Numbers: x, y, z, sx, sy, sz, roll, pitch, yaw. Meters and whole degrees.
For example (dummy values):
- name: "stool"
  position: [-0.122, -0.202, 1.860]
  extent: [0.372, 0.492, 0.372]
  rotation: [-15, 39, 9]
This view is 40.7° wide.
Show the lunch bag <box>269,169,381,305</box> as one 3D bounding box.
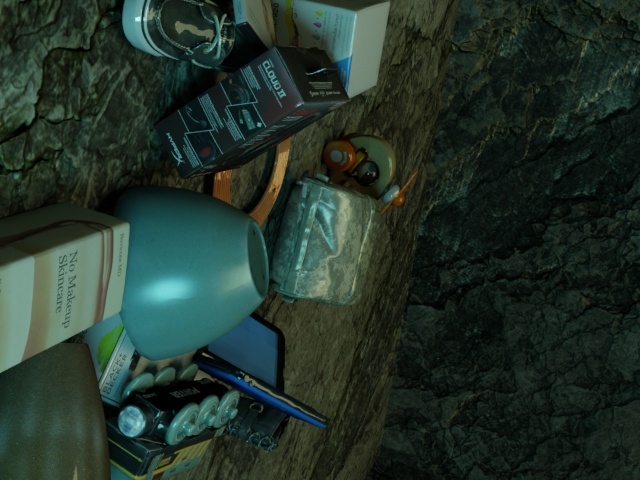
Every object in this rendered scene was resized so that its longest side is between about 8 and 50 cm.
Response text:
- name: "lunch bag"
  position: [0.000, 0.000, 2.068]
  extent: [0.256, 0.213, 0.305]
  rotation: [10, 96, -72]

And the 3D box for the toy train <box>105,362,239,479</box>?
- name: "toy train"
  position: [-0.261, 0.322, 1.469]
  extent: [0.190, 0.142, 0.334]
  rotation: [-62, 164, 5]

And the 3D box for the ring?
- name: "ring"
  position: [-0.147, -0.159, 1.801]
  extent: [0.336, 0.032, 0.336]
  rotation: [17, 90, -72]

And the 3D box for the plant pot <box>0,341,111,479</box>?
- name: "plant pot"
  position: [-0.395, 0.258, 1.224]
  extent: [0.215, 0.215, 0.230]
  rotation: [24, 69, -71]

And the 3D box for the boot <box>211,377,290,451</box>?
- name: "boot"
  position: [-0.195, 0.388, 1.814]
  extent: [0.263, 0.229, 0.091]
  rotation: [-45, 149, -54]

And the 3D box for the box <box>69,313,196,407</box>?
- name: "box"
  position: [-0.331, 0.214, 1.504]
  extent: [0.290, 0.087, 0.169]
  rotation: [62, 47, -64]

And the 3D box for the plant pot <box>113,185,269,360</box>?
- name: "plant pot"
  position: [-0.195, 0.042, 1.416]
  extent: [0.290, 0.195, 0.290]
  rotation: [-8, 90, -80]

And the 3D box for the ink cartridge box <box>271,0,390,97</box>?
- name: "ink cartridge box"
  position: [-0.013, -0.393, 1.666]
  extent: [0.168, 0.233, 0.171]
  rotation: [-39, 142, -56]

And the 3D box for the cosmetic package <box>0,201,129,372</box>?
- name: "cosmetic package"
  position: [-0.392, 0.058, 1.132]
  extent: [0.296, 0.129, 0.153]
  rotation: [-33, 135, -63]

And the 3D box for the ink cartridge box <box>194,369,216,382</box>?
- name: "ink cartridge box"
  position: [-0.270, 0.318, 1.718]
  extent: [0.090, 0.092, 0.143]
  rotation: [57, 42, -24]

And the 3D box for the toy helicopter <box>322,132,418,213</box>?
- name: "toy helicopter"
  position: [0.119, -0.103, 2.283]
  extent: [0.140, 0.235, 0.355]
  rotation: [-34, 137, -63]

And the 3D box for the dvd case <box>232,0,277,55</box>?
- name: "dvd case"
  position: [-0.119, -0.440, 1.476]
  extent: [0.180, 0.022, 0.253]
  rotation: [39, 41, -70]

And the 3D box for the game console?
- name: "game console"
  position: [-0.118, 0.229, 1.744]
  extent: [0.293, 0.250, 0.173]
  rotation: [37, 72, -41]

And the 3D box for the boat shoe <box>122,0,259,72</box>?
- name: "boat shoe"
  position: [-0.189, -0.341, 1.385]
  extent: [0.335, 0.119, 0.121]
  rotation: [-12, 117, -69]

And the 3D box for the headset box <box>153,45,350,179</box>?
- name: "headset box"
  position: [-0.101, -0.227, 1.477]
  extent: [0.110, 0.293, 0.218]
  rotation: [62, 24, 1]
